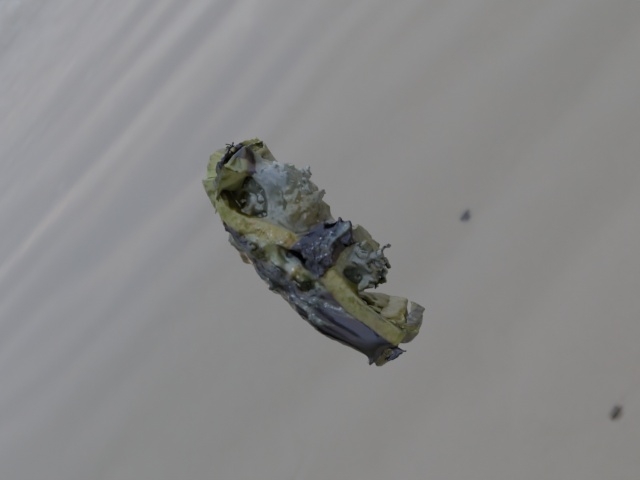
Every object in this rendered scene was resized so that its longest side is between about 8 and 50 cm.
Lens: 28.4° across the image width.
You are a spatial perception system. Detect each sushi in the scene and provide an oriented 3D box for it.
[{"bbox_3d":[-0.005,0.005,1.360,0.131,0.291,0.139,-50,-3,18],"label":"sushi"}]
